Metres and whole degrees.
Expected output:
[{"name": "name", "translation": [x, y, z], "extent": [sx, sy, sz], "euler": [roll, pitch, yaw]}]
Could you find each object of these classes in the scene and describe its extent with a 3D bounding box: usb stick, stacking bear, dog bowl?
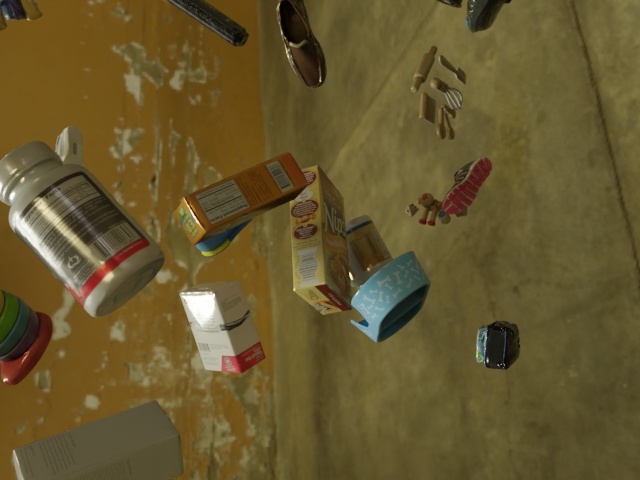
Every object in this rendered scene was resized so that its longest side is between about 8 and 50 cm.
[{"name": "usb stick", "translation": [-0.279, -0.508, 1.479], "extent": [0.045, 0.278, 0.077], "euler": [-55, 4, 15]}, {"name": "stacking bear", "translation": [-0.759, 0.172, 1.526], "extent": [0.164, 0.289, 0.175], "euler": [-43, 46, 1]}, {"name": "dog bowl", "translation": [0.150, 0.129, 1.448], "extent": [0.074, 0.166, 0.297], "euler": [50, 167, 19]}]

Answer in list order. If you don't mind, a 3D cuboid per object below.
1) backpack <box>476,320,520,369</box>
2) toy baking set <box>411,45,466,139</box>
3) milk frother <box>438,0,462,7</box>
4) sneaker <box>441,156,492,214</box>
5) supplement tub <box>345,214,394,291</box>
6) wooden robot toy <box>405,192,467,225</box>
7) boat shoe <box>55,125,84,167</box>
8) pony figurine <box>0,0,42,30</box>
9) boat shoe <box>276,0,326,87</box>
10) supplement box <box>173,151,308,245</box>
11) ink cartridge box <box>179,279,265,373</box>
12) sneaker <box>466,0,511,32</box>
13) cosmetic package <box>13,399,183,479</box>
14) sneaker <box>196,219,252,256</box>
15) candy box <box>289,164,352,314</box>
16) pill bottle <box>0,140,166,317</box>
[{"name": "backpack", "translation": [0.401, 0.231, 1.553], "extent": [0.084, 0.114, 0.105], "euler": [3, 94, 34]}, {"name": "toy baking set", "translation": [0.278, -0.349, 1.615], "extent": [0.030, 0.197, 0.256], "euler": [-4, 49, 36]}, {"name": "milk frother", "translation": [0.168, -0.441, 1.030], "extent": [0.135, 0.143, 0.129], "euler": [-66, 20, 14]}, {"name": "sneaker", "translation": [0.356, -0.134, 1.717], "extent": [0.170, 0.063, 0.075], "euler": [-53, 13, -5]}, {"name": "supplement tub", "translation": [0.120, 0.044, 1.949], "extent": [0.200, 0.144, 0.144], "euler": [62, 159, 5]}, {"name": "wooden robot toy", "translation": [0.283, -0.086, 1.763], "extent": [0.173, 0.079, 0.076], "euler": [9, 69, 34]}, {"name": "boat shoe", "translation": [-0.654, -0.208, 1.771], "extent": [0.063, 0.066, 0.184], "euler": [-23, 65, 30]}, {"name": "pony figurine", "translation": [-0.879, -0.736, 1.793], "extent": [0.351, 0.302, 0.364], "euler": [-59, -40, -49]}, {"name": "boat shoe", "translation": [-0.056, -0.499, 1.744], "extent": [0.095, 0.095, 0.258], "euler": [-75, -34, -59]}, {"name": "supplement box", "translation": [-0.138, -0.076, 1.221], "extent": [0.080, 0.233, 0.078], "euler": [60, 147, 6]}, {"name": "ink cartridge box", "translation": [-0.271, 0.234, 1.900], "extent": [0.172, 0.100, 0.237], "euler": [-6, 105, 45]}, {"name": "sneaker", "translation": [0.361, -0.502, 1.264], "extent": [0.341, 0.139, 0.125], "euler": [104, 177, -65]}, {"name": "cosmetic package", "translation": [-0.339, 0.341, 1.061], "extent": [0.117, 0.231, 0.086], "euler": [30, 127, 55]}, {"name": "sneaker", "translation": [-0.194, -0.060, 1.429], "extent": [0.209, 0.069, 0.082], "euler": [-54, -45, -39]}, {"name": "candy box", "translation": [0.000, 0.000, 1.675], "extent": [0.183, 0.087, 0.317], "euler": [48, -145, -57]}, {"name": "pill bottle", "translation": [-0.453, -0.028, 1.271], "extent": [0.318, 0.176, 0.176], "euler": [46, 153, 5]}]
